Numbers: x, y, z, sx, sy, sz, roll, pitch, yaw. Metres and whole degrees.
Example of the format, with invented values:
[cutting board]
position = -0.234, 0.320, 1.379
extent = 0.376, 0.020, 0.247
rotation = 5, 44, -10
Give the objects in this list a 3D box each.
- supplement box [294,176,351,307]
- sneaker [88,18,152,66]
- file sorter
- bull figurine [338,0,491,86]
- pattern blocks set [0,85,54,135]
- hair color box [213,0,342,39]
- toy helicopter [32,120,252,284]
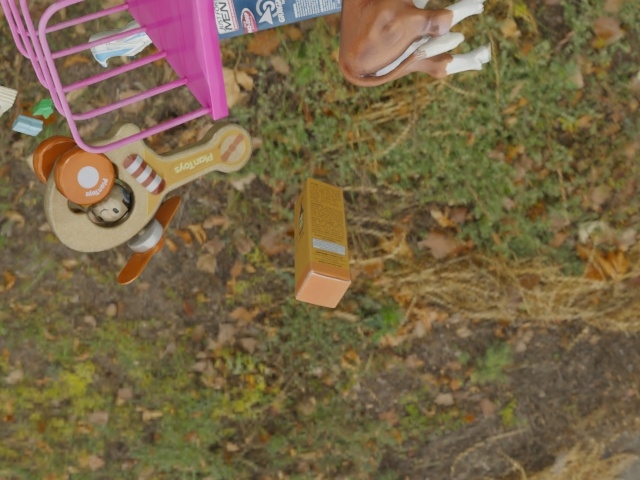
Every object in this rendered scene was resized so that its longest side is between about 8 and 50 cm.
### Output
[supplement box]
position = 0.000, 0.000, 1.461
extent = 0.080, 0.233, 0.078
rotation = 13, 134, -18
[sneaker]
position = -0.431, -0.485, 2.017
extent = 0.237, 0.085, 0.086
rotation = -19, 126, 4
[file sorter]
position = -0.256, -0.269, 0.964
extent = 0.182, 0.291, 0.202
rotation = -23, 139, -19
[bull figurine]
position = 0.092, -0.321, 0.944
extent = 0.188, 0.310, 0.101
rotation = -1, 174, 12
[pattern blocks set]
position = -0.627, -0.248, 1.447
extent = 0.325, 0.026, 0.285
rotation = 10, 164, -22
[hair color box]
position = -0.060, -0.514, 1.654
extent = 0.347, 0.174, 0.105
rotation = -14, 135, -2
[toy helicopter]
position = -0.259, -0.085, 1.344
extent = 0.355, 0.140, 0.235
rotation = -26, 117, -27
